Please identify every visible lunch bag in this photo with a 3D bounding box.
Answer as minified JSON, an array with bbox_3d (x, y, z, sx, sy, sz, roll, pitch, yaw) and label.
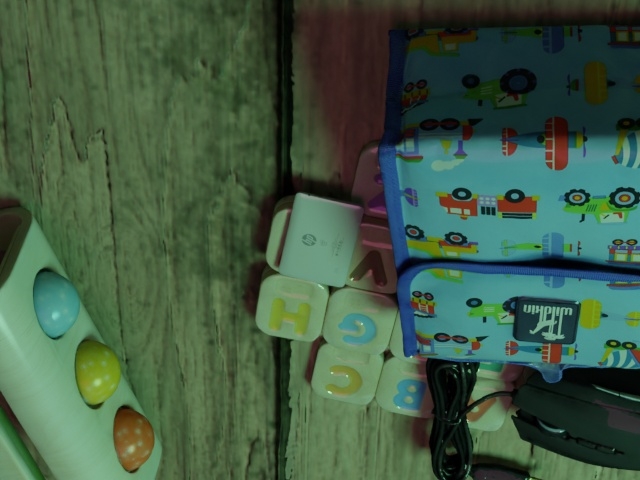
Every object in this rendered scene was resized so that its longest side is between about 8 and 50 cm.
[{"bbox_3d":[0.164,-0.005,1.214,0.221,0.138,0.293,0,135,8],"label":"lunch bag"}]

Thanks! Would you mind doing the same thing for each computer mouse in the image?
[{"bbox_3d":[0.210,0.173,1.373,0.262,0.060,0.184,7,136,3],"label":"computer mouse"}]

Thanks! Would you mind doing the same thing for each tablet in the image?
[{"bbox_3d":[0.000,0.000,1.291,0.054,0.006,0.083,13,128,-2],"label":"tablet"}]

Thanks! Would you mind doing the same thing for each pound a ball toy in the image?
[{"bbox_3d":[-0.226,0.159,1.356,0.136,0.208,0.319,-11,127,18],"label":"pound a ball toy"}]

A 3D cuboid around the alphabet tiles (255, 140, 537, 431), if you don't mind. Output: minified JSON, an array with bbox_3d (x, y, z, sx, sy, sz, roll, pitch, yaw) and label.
[{"bbox_3d":[0.093,0.047,1.334,0.284,0.021,0.278,12,131,-1],"label":"alphabet tiles"}]
